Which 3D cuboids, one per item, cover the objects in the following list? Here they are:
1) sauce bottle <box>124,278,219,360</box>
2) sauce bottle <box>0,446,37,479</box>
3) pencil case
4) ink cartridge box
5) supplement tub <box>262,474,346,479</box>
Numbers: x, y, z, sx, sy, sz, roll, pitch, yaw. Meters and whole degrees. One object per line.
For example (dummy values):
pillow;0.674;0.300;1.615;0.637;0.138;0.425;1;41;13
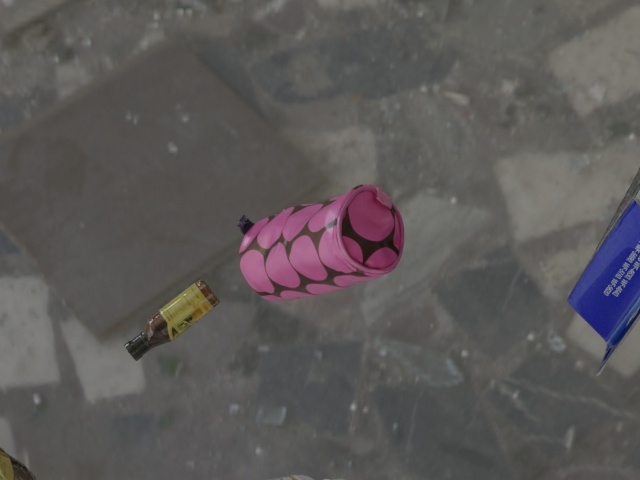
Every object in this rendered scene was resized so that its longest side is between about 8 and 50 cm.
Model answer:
sauce bottle;-0.185;0.100;1.698;0.128;0.042;0.042;-39;66;-1
sauce bottle;-0.307;0.211;1.141;0.111;0.344;0.111;-15;53;20
pencil case;0.000;0.000;1.341;0.095;0.209;0.098;41;64;-21
ink cartridge box;0.331;-0.033;1.352;0.065;0.165;0.332;30;48;7
supplement tub;-0.062;0.325;1.443;0.200;0.144;0.144;-5;58;-18
